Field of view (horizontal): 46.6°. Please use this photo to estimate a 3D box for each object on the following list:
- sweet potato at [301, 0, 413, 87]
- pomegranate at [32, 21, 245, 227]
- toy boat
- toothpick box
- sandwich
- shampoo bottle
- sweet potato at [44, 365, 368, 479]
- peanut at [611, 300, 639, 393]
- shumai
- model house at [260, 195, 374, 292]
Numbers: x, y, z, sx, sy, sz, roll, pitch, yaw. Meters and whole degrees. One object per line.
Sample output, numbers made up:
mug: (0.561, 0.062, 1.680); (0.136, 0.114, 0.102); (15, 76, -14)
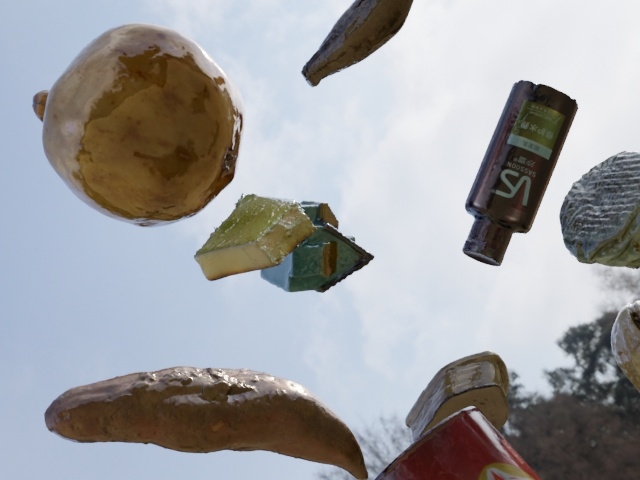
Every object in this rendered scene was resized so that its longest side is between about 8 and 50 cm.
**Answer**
sweet potato: (0.081, -0.345, 1.171); (0.286, 0.085, 0.112); (-48, 7, 16)
pomegranate: (-0.350, -0.217, 1.392); (0.410, 0.410, 0.410); (-33, -34, -26)
toy boat: (0.214, 0.246, 1.101); (0.116, 0.061, 0.188); (21, -59, -12)
toothpick box: (0.220, 0.385, 0.861); (0.204, 0.333, 0.204); (-31, -29, -20)
sandwich: (-0.082, -0.021, 1.128); (0.058, 0.162, 0.193); (64, -150, -24)
shampoo bottle: (0.341, -0.116, 1.308); (0.084, 0.129, 0.323); (87, -153, -81)
sweet potato: (-0.107, 0.184, 0.801); (0.354, 0.106, 0.095); (14, -30, -19)
peanut: (0.549, 0.217, 1.157); (0.130, 0.290, 0.130); (-33, 11, 7)
shumai: (0.446, -0.030, 1.060); (0.142, 0.184, 0.184); (41, -91, -24)
model house: (0.000, 0.000, 1.829); (0.248, 0.280, 0.230); (-6, -81, -21)
